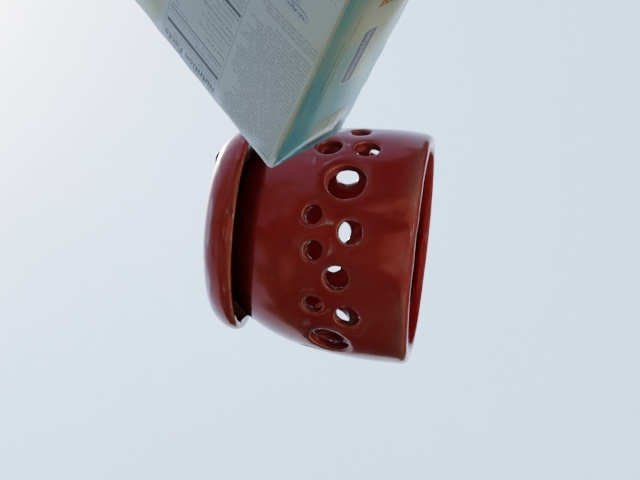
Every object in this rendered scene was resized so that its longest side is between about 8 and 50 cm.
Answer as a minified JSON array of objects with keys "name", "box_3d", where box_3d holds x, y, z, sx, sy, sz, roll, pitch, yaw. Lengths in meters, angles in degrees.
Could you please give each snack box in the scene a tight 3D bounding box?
[{"name":"snack box","box_3d":[-0.080,-0.215,0.842,0.060,0.322,0.187,-31,-15,-30]}]

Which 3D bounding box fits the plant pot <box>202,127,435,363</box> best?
[{"name":"plant pot","box_3d":[0.000,0.000,1.288,0.191,0.174,0.191,4,-90,-83]}]
